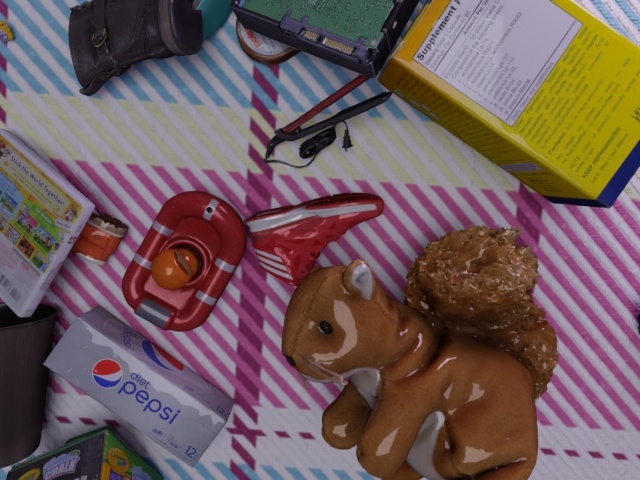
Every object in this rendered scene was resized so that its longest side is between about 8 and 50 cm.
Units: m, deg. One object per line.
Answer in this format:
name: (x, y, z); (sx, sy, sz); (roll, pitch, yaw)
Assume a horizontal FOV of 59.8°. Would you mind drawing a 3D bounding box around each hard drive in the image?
hard drive: (0.054, -0.422, 0.796); (0.237, 0.064, 0.338); (27, 84, 18)

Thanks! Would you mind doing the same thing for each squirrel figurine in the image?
squirrel figurine: (0.145, 0.146, 0.819); (0.397, 0.281, 0.370); (-45, 95, -13)

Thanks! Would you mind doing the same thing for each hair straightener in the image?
hair straightener: (0.011, -0.168, 0.856); (0.231, 0.047, 0.089); (-29, 105, 21)

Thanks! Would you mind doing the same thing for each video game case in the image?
video game case: (-0.473, -0.030, 0.860); (0.227, 0.026, 0.206); (37, 99, 20)

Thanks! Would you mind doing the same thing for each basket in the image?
basket: (-0.519, 0.226, 0.872); (0.205, 0.154, 0.226); (-1, 99, -15)

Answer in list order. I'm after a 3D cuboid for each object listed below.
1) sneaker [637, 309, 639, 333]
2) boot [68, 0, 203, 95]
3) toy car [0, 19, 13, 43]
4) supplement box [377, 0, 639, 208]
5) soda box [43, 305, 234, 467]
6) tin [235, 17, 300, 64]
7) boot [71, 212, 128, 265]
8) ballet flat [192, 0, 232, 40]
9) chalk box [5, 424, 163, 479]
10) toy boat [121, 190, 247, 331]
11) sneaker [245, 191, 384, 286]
sneaker: (0.611, 0.169, 0.913); (0.221, 0.083, 0.087); (44, 80, -9)
boot: (-0.287, -0.361, 0.823); (0.229, 0.091, 0.262); (-4, 82, 27)
toy car: (-0.543, -0.300, 0.869); (0.122, 0.060, 0.040); (-14, 127, 8)
supplement box: (0.288, -0.226, 0.807); (0.357, 0.195, 0.194); (34, 95, -4)
soda box: (-0.285, 0.231, 0.900); (0.286, 0.091, 0.098); (36, 94, -3)
tin: (-0.045, -0.355, 0.874); (0.190, 0.040, 0.106); (-31, 90, 3)
boot: (-0.401, -0.020, 0.894); (0.158, 0.059, 0.084); (29, 100, -4)
ballet flat: (-0.157, -0.400, 0.862); (0.068, 0.072, 0.213); (40, 94, 24)
chalk box: (-0.362, 0.427, 0.852); (0.180, 0.288, 0.179); (-22, 128, 4)
toy boat: (-0.213, 0.035, 0.851); (0.151, 0.151, 0.231); (30, 95, -3)
sneaker: (0.000, 0.000, 0.895); (0.222, 0.087, 0.127); (-9, 104, 13)
